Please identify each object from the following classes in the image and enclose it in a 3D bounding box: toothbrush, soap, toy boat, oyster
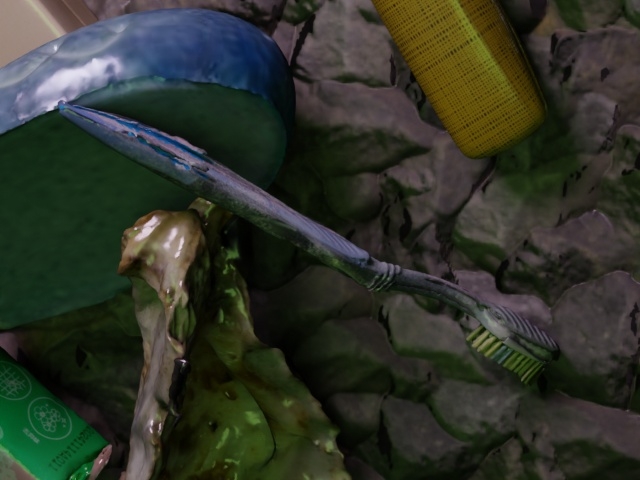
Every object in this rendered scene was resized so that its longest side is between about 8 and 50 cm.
[{"bbox_3d":[0.000,0.000,1.258,0.413,0.035,0.042,29,114,-21],"label":"toothbrush"},{"bbox_3d":[-0.304,0.137,1.422,0.273,0.098,0.218,41,122,3],"label":"soap"},{"bbox_3d":[-0.172,-0.067,1.316,0.330,0.123,0.215,-30,138,18],"label":"toy boat"},{"bbox_3d":[-0.090,0.128,1.324,0.133,0.198,0.337,37,144,46],"label":"oyster"}]

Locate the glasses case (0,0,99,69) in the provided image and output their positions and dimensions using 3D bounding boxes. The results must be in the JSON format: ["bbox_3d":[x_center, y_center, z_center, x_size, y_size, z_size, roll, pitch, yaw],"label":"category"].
[{"bbox_3d":[-0.314,-0.222,1.366,0.144,0.076,0.336,-40,90,19],"label":"glasses case"}]

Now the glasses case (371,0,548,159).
[{"bbox_3d":[0.080,-0.169,1.272,0.079,0.064,0.234,-29,93,21],"label":"glasses case"}]
